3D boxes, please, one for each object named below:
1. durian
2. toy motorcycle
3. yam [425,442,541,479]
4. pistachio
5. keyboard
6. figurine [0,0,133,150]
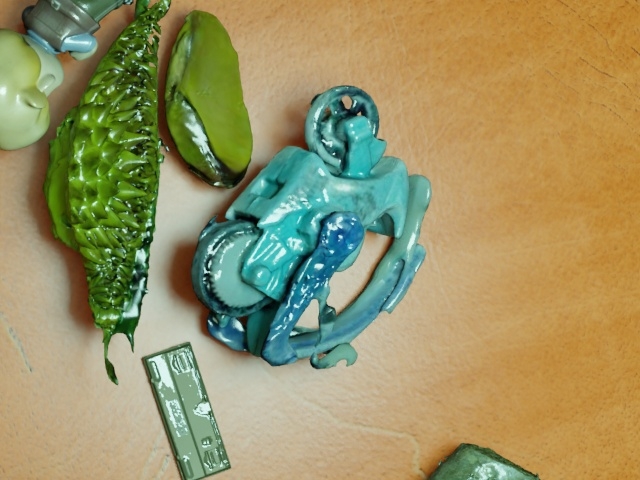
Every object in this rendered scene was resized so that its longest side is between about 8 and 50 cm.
[{"bbox_3d":[-0.198,-0.055,1.563,0.107,0.132,0.375,11,79,-26],"label":"durian"},{"bbox_3d":[0.000,0.000,1.607,0.260,0.154,0.206,-51,122,-15],"label":"toy motorcycle"},{"bbox_3d":[0.130,0.275,1.640,0.107,0.107,0.183,40,76,-9],"label":"yam"},{"bbox_3d":[-0.116,-0.131,1.622,0.089,0.049,0.173,-5,83,-47],"label":"pistachio"},{"bbox_3d":[-0.127,0.165,1.625,0.049,0.015,0.129,-19,92,-9],"label":"keyboard"},{"bbox_3d":[-0.262,-0.174,1.562,0.114,0.108,0.196,38,75,12],"label":"figurine"}]
